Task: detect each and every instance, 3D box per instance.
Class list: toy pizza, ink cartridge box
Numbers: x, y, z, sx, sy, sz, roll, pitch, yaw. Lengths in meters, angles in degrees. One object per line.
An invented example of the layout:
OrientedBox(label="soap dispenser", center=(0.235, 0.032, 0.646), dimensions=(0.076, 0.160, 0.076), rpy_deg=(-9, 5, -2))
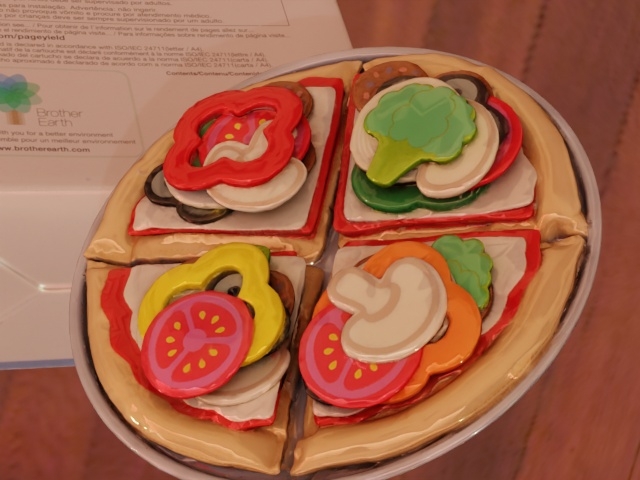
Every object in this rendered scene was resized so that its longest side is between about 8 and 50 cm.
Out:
OrientedBox(label="toy pizza", center=(0.000, 0.000, 0.676), dimensions=(0.201, 0.032, 0.201), rpy_deg=(-10, 50, 13))
OrientedBox(label="ink cartridge box", center=(-0.131, -0.117, 1.151), dimensions=(0.270, 0.151, 0.395), rpy_deg=(-1, 48, -17))
